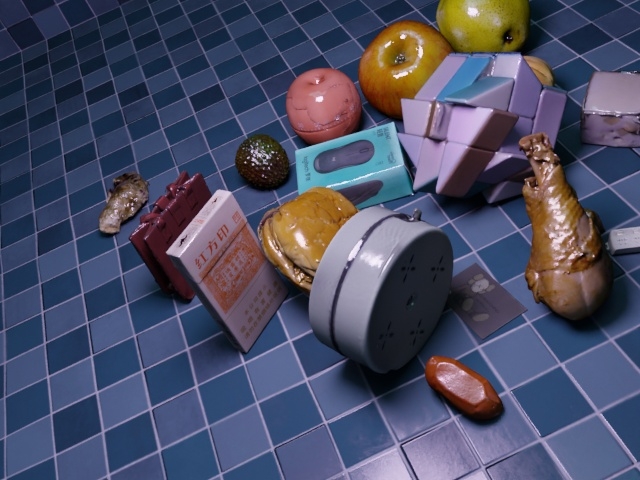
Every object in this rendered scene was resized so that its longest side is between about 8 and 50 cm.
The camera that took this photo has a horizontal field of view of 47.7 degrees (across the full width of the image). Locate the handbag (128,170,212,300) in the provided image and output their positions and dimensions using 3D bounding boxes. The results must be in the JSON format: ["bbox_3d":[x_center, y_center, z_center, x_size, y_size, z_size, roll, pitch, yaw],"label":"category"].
[{"bbox_3d":[-0.360,-0.011,1.921,0.084,0.275,0.260,14,57,30],"label":"handbag"}]

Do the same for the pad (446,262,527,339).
[{"bbox_3d":[0.368,0.137,1.682,0.127,0.004,0.190,-32,45,-9],"label":"pad"}]

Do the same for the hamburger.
[{"bbox_3d":[0.000,0.000,1.755,0.158,0.318,0.318,-53,31,35],"label":"hamburger"}]

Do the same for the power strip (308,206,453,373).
[{"bbox_3d":[0.140,0.094,1.568,0.161,0.357,0.357,23,61,35],"label":"power strip"}]

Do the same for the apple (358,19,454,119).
[{"bbox_3d":[0.254,-0.515,2.154,0.301,0.301,0.301,-11,46,12],"label":"apple"}]

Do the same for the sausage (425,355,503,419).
[{"bbox_3d":[0.292,0.303,1.500,0.179,0.089,0.089,30,64,29],"label":"sausage"}]

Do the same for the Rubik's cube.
[{"bbox_3d":[0.396,-0.282,1.830,0.358,0.368,0.387,7,10,-29],"label":"Rubik's cube"}]

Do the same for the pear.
[{"bbox_3d":[0.501,-0.674,2.207,0.294,0.294,0.294,-11,46,12],"label":"pear"}]

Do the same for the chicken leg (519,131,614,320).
[{"bbox_3d":[0.535,-0.040,1.601,0.182,0.409,0.295,-20,-1,42],"label":"chicken leg"}]

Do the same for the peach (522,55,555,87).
[{"bbox_3d":[0.558,-0.428,2.020,0.184,0.184,0.184,-11,46,12],"label":"peach"}]

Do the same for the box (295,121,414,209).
[{"bbox_3d":[0.091,-0.193,2.024,0.311,0.118,0.205,-15,47,9],"label":"box"}]

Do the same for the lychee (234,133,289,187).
[{"bbox_3d":[-0.168,-0.233,2.146,0.171,0.171,0.171,-11,46,12],"label":"lychee"}]

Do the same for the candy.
[{"bbox_3d":[0.776,-0.343,1.873,0.185,0.137,0.195,8,54,28],"label":"candy"}]

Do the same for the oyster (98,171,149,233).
[{"bbox_3d":[-0.635,-0.147,2.300,0.166,0.094,0.294,-30,38,5],"label":"oyster"}]

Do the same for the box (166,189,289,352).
[{"bbox_3d":[-0.207,0.079,1.709,0.051,0.365,0.204,13,55,36],"label":"box"}]

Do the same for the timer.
[{"bbox_3d":[0.011,-0.401,2.180,0.229,0.215,0.229,-12,45,12],"label":"timer"}]

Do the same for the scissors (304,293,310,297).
[{"bbox_3d":[0.021,0.158,1.789,0.110,0.021,0.212,-19,44,0],"label":"scissors"}]

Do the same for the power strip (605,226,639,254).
[{"bbox_3d":[0.776,-0.007,1.635,0.252,0.027,0.060,-8,47,16],"label":"power strip"}]
